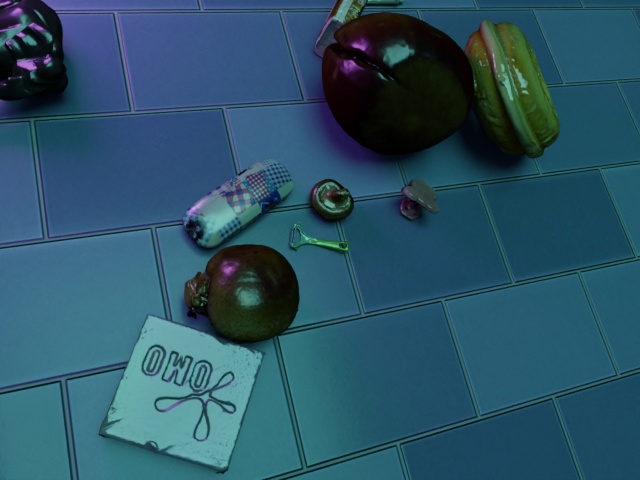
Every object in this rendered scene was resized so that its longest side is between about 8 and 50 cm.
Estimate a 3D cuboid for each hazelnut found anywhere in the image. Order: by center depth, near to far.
[{"bbox_3d":[0.211,-0.431,1.618,0.428,0.402,0.403,3,69,-24],"label":"hazelnut"}]

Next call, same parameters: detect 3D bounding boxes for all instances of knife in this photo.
[{"bbox_3d":[-0.001,0.001,1.569,0.166,0.022,0.078,12,74,-11],"label":"knife"}]

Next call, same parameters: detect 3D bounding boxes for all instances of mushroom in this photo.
[{"bbox_3d":[-0.182,0.122,1.370,0.282,0.195,0.264,-12,61,-18],"label":"mushroom"},{"bbox_3d":[0.033,-0.113,1.590,0.109,0.085,0.126,-37,86,10],"label":"mushroom"}]

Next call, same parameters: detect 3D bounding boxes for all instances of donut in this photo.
[{"bbox_3d":[0.579,-0.457,1.744,0.449,0.198,0.449,42,37,-43],"label":"donut"}]

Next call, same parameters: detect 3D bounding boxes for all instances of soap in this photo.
[{"bbox_3d":[-0.309,0.348,1.303,0.296,0.107,0.286,19,68,-9],"label":"soap"}]

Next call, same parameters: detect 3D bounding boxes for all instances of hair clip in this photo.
[{"bbox_3d":[0.295,-0.134,1.668,0.123,0.102,0.138,37,64,-4],"label":"hair clip"}]

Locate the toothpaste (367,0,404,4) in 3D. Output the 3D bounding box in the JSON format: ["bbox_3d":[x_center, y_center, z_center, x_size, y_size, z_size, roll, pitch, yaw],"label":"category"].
[{"bbox_3d":[0.195,-0.814,1.930,0.197,0.029,0.048,-5,72,-16],"label":"toothpaste"}]

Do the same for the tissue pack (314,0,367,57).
[{"bbox_3d":[0.072,-0.688,1.758,0.091,0.183,0.226,25,65,-7],"label":"tissue pack"}]

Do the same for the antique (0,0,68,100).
[{"bbox_3d":[-0.770,-0.488,1.426,0.254,0.185,0.323,-2,68,-17],"label":"antique"}]

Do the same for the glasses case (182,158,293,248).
[{"bbox_3d":[-0.212,-0.101,1.513,0.327,0.076,0.125,-38,86,-24],"label":"glasses case"}]
